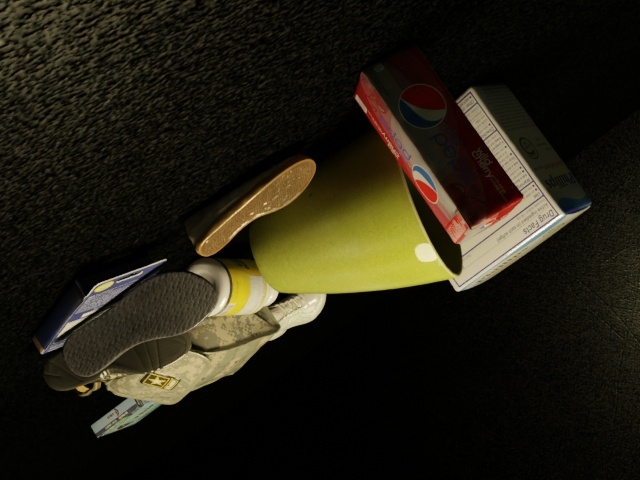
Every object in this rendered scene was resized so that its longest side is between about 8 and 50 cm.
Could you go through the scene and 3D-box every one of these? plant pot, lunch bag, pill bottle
[{"bbox_3d":[0.043,-0.023,1.441,0.293,0.274,0.275,-21,173,18],"label":"plant pot"},{"bbox_3d":[-0.259,0.199,1.695,0.287,0.169,0.235,-16,159,-40],"label":"lunch bag"},{"bbox_3d":[-0.156,0.083,1.589,0.103,0.103,0.184,-38,160,23],"label":"pill bottle"}]

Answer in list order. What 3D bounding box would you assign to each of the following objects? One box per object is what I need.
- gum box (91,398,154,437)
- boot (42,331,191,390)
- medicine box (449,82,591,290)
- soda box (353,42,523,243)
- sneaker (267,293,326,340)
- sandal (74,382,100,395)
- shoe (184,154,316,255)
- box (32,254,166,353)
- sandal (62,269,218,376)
[{"bbox_3d":[-0.507,0.460,2.401,0.157,0.041,0.184,-37,169,17],"label":"gum box"},{"bbox_3d":[-0.333,0.182,1.490,0.236,0.085,0.178,-15,-179,-6],"label":"boot"},{"bbox_3d":[0.300,-0.100,1.653,0.263,0.289,0.149,-41,166,36],"label":"medicine box"},{"bbox_3d":[0.156,-0.130,1.200,0.092,0.263,0.083,-30,169,-14],"label":"soda box"},{"bbox_3d":[-0.087,0.189,2.319,0.232,0.090,0.115,-36,165,10],"label":"sneaker"},{"bbox_3d":[-0.450,0.254,1.676,0.049,0.072,0.180,-1,157,-29],"label":"sandal"},{"bbox_3d":[-0.106,-0.064,1.311,0.219,0.058,0.076,-36,149,-4],"label":"shoe"},{"bbox_3d":[-0.335,0.089,1.343,0.136,0.036,0.225,-22,165,-47],"label":"box"},{"bbox_3d":[-0.274,0.117,1.342,0.254,0.097,0.054,-25,-178,7],"label":"sandal"}]
